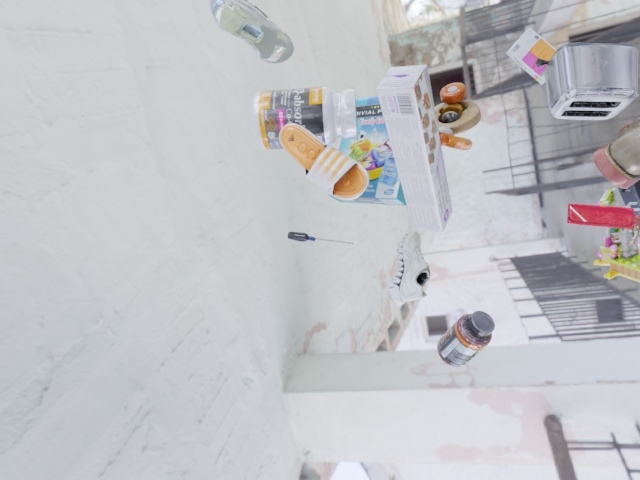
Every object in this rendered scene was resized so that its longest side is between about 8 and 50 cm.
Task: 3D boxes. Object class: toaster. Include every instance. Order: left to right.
[{"bbox_3d":[0.639,-0.379,1.099,0.129,0.226,0.147,83,-170,-74],"label":"toaster"}]

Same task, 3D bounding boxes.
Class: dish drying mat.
[{"bbox_3d":[0.399,-0.035,0.654,0.008,0.083,0.032,51,-132,-67],"label":"dish drying mat"}]

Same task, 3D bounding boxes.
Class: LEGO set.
[{"bbox_3d":[0.491,-0.008,0.698,0.287,0.132,0.107,-53,-51,-60],"label":"LEGO set"}]

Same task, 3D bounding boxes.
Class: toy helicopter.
[{"bbox_3d":[0.352,-0.362,1.518,0.235,0.354,0.140,-94,-19,-45],"label":"toy helicopter"}]

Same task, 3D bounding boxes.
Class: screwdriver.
[{"bbox_3d":[0.000,0.000,1.156,0.025,0.169,0.024,-74,-7,-46],"label":"screwdriver"}]

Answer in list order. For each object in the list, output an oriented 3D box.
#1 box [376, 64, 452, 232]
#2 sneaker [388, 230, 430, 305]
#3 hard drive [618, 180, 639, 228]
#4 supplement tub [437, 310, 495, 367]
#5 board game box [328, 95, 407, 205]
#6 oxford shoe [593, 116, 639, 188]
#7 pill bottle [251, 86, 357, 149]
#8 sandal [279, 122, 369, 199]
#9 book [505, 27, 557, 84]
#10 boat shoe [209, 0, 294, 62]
[{"bbox_3d":[0.171,-0.143,0.795,0.063,0.067,0.324,-59,-38,-29],"label":"box"},{"bbox_3d":[0.316,0.087,1.534,0.110,0.118,0.292,48,-136,-34],"label":"sneaker"},{"bbox_3d":[1.023,-0.160,1.420,0.255,0.172,0.054,47,177,-24],"label":"hard drive"},{"bbox_3d":[0.422,0.280,1.321,0.198,0.106,0.106,111,171,-49],"label":"supplement tub"},{"bbox_3d":[0.178,-0.285,1.436,0.079,0.253,0.336,22,-102,-50],"label":"board game box"},{"bbox_3d":[0.692,-0.208,0.934,0.348,0.130,0.123,-30,-104,-38],"label":"oxford shoe"},{"bbox_3d":[-0.039,-0.340,1.270,0.162,0.278,0.162,-3,-90,-84],"label":"pill bottle"},{"bbox_3d":[-0.010,-0.186,1.081,0.102,0.265,0.076,-58,-16,18],"label":"sandal"},{"bbox_3d":[0.640,-0.549,1.365,0.144,0.096,0.035,42,178,0],"label":"book"},{"bbox_3d":[-0.137,-0.445,0.940,0.227,0.079,0.081,10,-125,-58],"label":"boat shoe"}]
